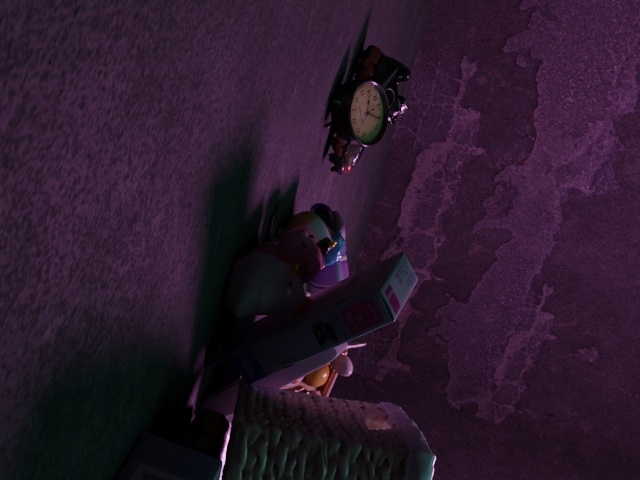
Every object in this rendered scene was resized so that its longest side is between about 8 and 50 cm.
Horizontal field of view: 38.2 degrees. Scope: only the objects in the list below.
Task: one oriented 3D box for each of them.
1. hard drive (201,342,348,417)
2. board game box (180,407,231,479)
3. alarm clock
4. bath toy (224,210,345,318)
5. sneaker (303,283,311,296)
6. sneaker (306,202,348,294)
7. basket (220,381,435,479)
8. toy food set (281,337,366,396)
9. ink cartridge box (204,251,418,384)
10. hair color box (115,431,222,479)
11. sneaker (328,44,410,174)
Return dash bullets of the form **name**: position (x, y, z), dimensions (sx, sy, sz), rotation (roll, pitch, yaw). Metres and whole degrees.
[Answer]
- **hard drive**: position (-0.068, 0.233, 1.644), dimensions (0.233, 0.047, 0.353), rotation (-28, 174, 2)
- **board game box**: position (-0.182, 0.367, 1.431), dimensions (0.170, 0.048, 0.141), rotation (-64, 150, -29)
- **alarm clock**: position (0.086, -0.254, 1.806), dimensions (0.192, 0.064, 0.129), rotation (-32, 119, -40)
- **bath toy**: position (-0.047, 0.040, 1.487), dimensions (0.348, 0.129, 0.151), rotation (-47, 156, -74)
- **sneaker**: position (-0.051, 0.141, 1.979), dimensions (0.115, 0.090, 0.232), rotation (87, 21, -66)
- **sneaker**: position (0.001, 0.000, 1.789), dimensions (0.282, 0.102, 0.161), rotation (-143, -130, -72)
- **basket**: position (-0.018, 0.396, 1.304), dimensions (0.328, 0.266, 0.331), rotation (-158, -102, -86)
- **toy food set**: position (-0.020, 0.383, 2.358), dimensions (0.220, 0.092, 0.306), rotation (-3, 124, -41)
- **ink cartridge box**: position (-0.011, 0.127, 1.420), dimensions (0.065, 0.311, 0.186), rotation (63, 22, -8)
- **hair color box**: position (-0.228, 0.443, 1.171), dimensions (0.185, 0.113, 0.374), rotation (-64, 170, -52)
- **sneaker**: position (0.107, -0.259, 1.919), dimensions (0.097, 0.135, 0.276), rotation (-1, 111, -86)
